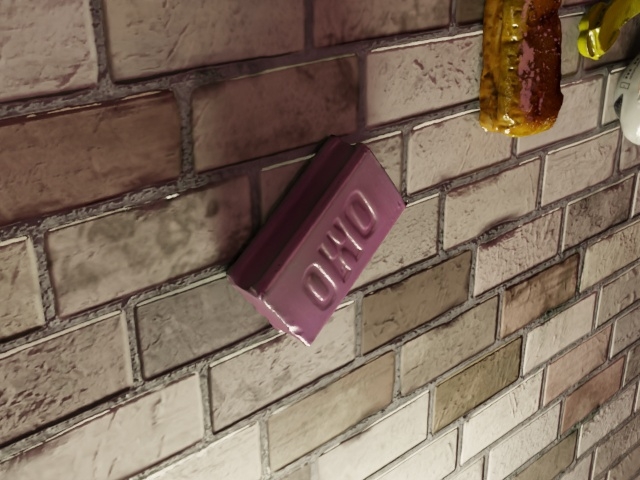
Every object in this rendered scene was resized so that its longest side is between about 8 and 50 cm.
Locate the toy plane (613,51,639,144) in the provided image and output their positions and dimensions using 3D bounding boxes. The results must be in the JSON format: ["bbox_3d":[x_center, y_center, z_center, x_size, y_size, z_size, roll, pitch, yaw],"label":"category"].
[{"bbox_3d":[0.529,-0.270,1.284,0.244,0.117,0.244,-47,149,-40],"label":"toy plane"}]

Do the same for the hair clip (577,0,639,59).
[{"bbox_3d":[0.424,-0.327,1.196,0.173,0.046,0.072,-47,124,-23],"label":"hair clip"}]

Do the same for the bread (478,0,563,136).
[{"bbox_3d":[0.268,-0.269,1.041,0.139,0.077,0.271,-16,115,-44],"label":"bread"}]

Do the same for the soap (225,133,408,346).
[{"bbox_3d":[0.000,0.000,0.889,0.203,0.065,0.122,-55,136,-14],"label":"soap"}]
